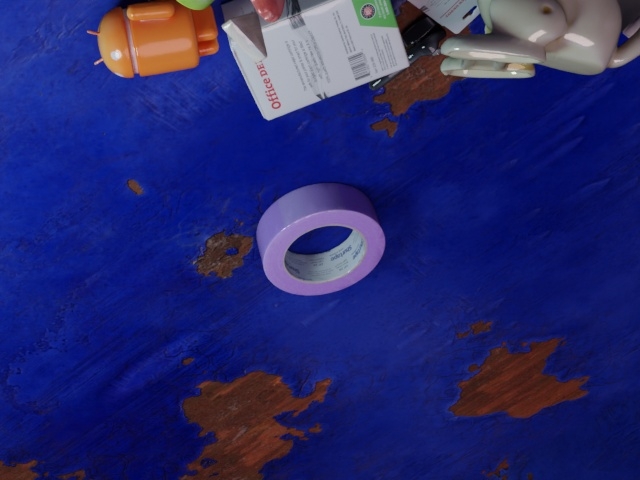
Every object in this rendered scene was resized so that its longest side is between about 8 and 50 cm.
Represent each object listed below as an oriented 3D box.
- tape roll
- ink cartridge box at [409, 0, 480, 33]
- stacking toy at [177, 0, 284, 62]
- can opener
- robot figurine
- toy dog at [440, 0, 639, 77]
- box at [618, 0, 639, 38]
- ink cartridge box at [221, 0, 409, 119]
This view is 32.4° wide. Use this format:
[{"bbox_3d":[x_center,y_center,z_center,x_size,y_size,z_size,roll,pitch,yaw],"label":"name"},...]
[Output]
[{"bbox_3d":[0.000,0.000,2.432,0.275,0.090,0.274,-9,139,-8],"label":"tape roll"},{"bbox_3d":[0.219,-0.466,2.011,0.180,0.060,0.104,27,122,-38],"label":"ink cartridge box"},{"bbox_3d":[-0.125,-0.458,1.706,0.130,0.279,0.309,-28,134,31],"label":"stacking toy"},{"bbox_3d":[0.167,-0.354,2.134,0.186,0.073,0.059,-41,173,29],"label":"can opener"},{"bbox_3d":[-0.290,-0.350,1.915,0.220,0.158,0.128,-10,104,-9],"label":"robot figurine"},{"bbox_3d":[0.363,-0.485,1.805,0.396,0.407,0.284,3,-178,15],"label":"toy dog"},{"bbox_3d":[0.550,-0.460,1.968,0.113,0.275,0.094,21,126,-36],"label":"box"},{"bbox_3d":[-0.009,-0.370,1.992,0.289,0.121,0.211,-20,139,3],"label":"ink cartridge box"}]
